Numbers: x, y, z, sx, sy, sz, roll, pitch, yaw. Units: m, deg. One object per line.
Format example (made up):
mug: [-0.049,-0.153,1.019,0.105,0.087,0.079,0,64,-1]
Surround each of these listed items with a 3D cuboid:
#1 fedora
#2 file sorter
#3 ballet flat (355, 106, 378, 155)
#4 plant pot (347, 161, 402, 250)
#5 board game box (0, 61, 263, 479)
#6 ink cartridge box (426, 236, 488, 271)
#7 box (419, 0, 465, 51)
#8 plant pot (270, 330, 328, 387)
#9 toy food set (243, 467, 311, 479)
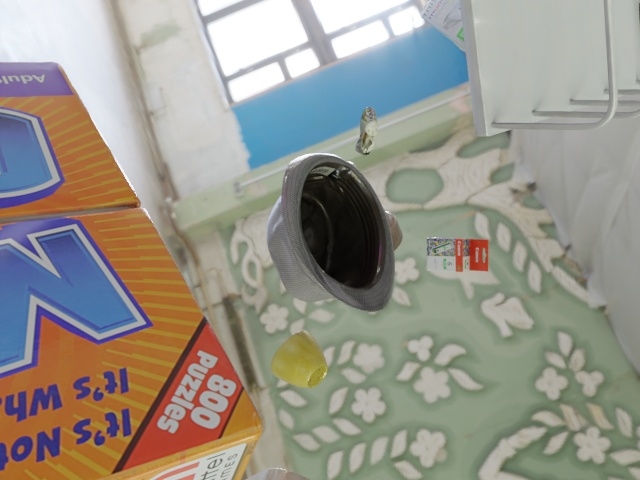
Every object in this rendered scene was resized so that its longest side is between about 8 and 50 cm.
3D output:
fedora: [0.000,0.000,1.117,0.244,0.124,0.275,21,53,-39]
file sorter: [0.311,-0.231,0.745,0.173,0.278,0.192,15,-61,55]
ballet flat: [0.099,-0.217,1.439,0.114,0.041,0.041,101,-23,-48]
plant pot: [0.053,-0.069,1.805,0.263,0.263,0.229,-105,175,-67]
board game box: [-0.310,0.129,0.465,0.356,0.357,0.356,53,-43,33]
ink cartridge box: [0.252,0.026,1.311,0.029,0.115,0.062,-3,94,-50]
box: [0.359,-0.397,1.396,0.262,0.126,0.231,25,21,-27]
plant pot: [-0.038,0.299,1.704,0.095,0.134,0.134,36,-16,33]
toy food set: [-0.110,0.465,1.015,0.306,0.092,0.219,-48,-163,54]
